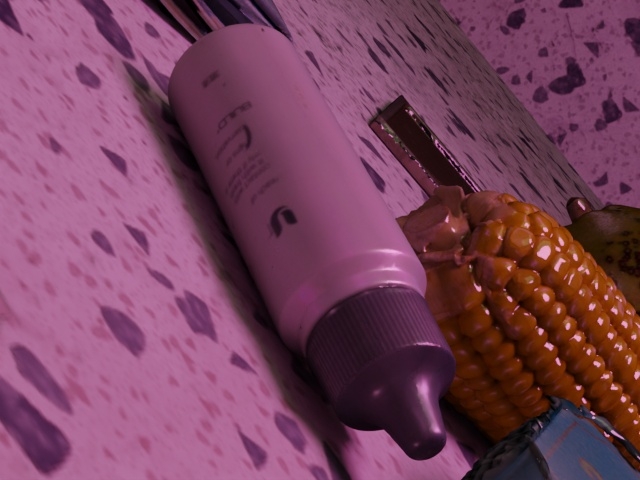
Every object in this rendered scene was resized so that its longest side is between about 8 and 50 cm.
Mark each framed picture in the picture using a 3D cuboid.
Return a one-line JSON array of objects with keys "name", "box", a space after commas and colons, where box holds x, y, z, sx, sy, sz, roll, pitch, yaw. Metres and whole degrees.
[{"name": "framed picture", "box": [0.163, -0.031, 1.565, 0.289, 0.016, 0.213, 49, 15, -3]}]

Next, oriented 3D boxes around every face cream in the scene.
[{"name": "face cream", "box": [0.000, 0.000, 0.842, 0.092, 0.092, 0.311, 34, 21, -48]}]

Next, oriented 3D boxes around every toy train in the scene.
[{"name": "toy train", "box": [0.141, 0.179, 0.791, 0.163, 0.112, 0.203, 46, 13, 10]}]

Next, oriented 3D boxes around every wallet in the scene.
[{"name": "wallet", "box": [-0.111, -0.248, 1.178, 0.176, 0.075, 0.250, 45, 14, -42]}]

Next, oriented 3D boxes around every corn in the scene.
[{"name": "corn", "box": [0.187, 0.114, 1.020, 0.387, 0.144, 0.144, 46, 15, -22]}]

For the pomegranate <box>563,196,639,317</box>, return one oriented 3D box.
[{"name": "pomegranate", "box": [0.251, 0.108, 1.211, 0.204, 0.276, 0.222, 14, 14, 31]}]
